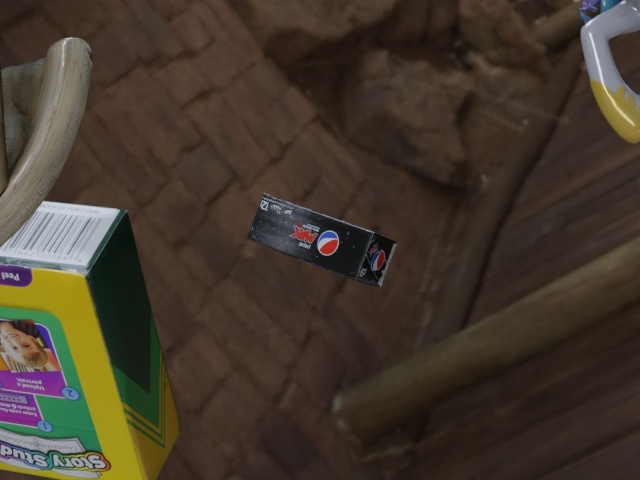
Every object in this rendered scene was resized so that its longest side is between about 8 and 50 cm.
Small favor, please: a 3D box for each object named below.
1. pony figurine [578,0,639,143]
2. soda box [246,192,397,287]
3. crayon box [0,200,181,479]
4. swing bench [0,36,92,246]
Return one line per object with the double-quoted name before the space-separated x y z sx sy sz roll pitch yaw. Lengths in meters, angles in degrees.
"pony figurine" 0.375 -0.253 1.140 0.303 0.351 0.363 166 -88 -72
"soda box" 0.000 0.000 1.441 0.169 0.060 0.053 20 -1 37
"crayon box" -0.349 0.099 1.300 0.106 0.363 0.313 -67 157 -45
"swing bench" -0.244 -0.107 0.626 0.165 0.253 0.254 -27 107 -33
